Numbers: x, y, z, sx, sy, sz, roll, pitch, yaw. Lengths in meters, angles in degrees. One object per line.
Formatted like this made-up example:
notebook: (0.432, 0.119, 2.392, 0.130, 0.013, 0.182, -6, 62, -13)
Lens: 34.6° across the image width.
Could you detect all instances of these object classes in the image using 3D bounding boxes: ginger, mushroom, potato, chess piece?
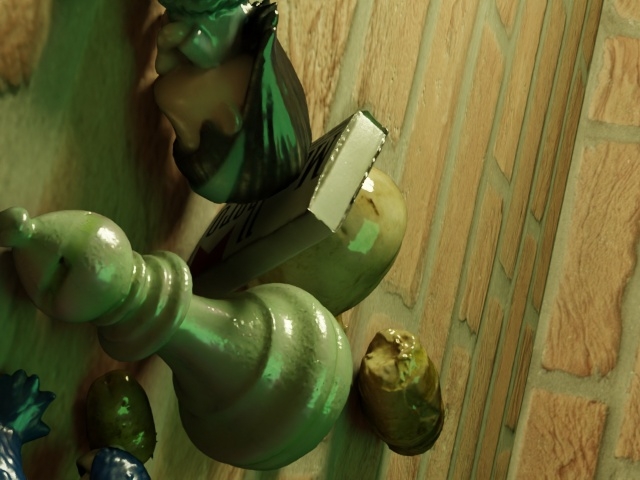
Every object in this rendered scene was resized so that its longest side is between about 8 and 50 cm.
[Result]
ginger: (0.105, 0.207, 1.325, 0.109, 0.116, 0.263, -32, 151, -6)
mushroom: (0.000, 0.000, 0.929, 0.166, 0.127, 0.166, -47, 165, -17)
potato: (-0.144, 0.131, 0.737, 0.051, 0.040, 0.083, -35, 127, -47)
chess piece: (-0.105, 0.052, 0.682, 0.271, 0.139, 0.139, 37, 63, -43)

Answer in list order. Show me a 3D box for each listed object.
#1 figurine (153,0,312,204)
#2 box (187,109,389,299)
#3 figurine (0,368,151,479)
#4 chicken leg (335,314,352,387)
figurine: (-0.069, -0.144, 0.728, 0.138, 0.110, 0.246, -75, 158, -61)
box: (-0.031, -0.023, 0.794, 0.036, 0.177, 0.115, 41, 49, -18)
figurine: (-0.170, 0.214, 0.601, 0.164, 0.120, 0.262, 74, 30, -42)
chicken leg: (0.005, 0.096, 1.073, 0.085, 0.069, 0.198, 16, 77, -70)
